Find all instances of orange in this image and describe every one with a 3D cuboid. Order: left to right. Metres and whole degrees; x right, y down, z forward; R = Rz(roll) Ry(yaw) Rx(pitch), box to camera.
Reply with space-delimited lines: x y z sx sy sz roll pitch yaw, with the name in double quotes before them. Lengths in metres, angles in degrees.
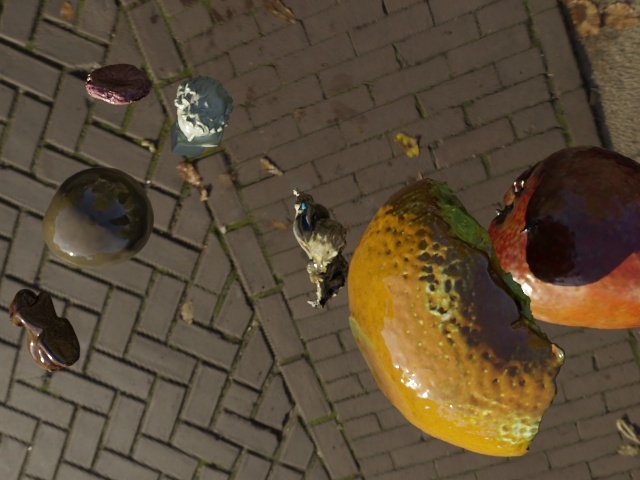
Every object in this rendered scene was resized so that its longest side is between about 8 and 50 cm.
"orange" 0.142 0.103 0.813 0.196 0.262 0.334 -29 92 5

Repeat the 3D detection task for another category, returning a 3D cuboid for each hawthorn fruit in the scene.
"hawthorn fruit" 0.441 0.012 1.036 0.369 0.285 0.284 16 104 4

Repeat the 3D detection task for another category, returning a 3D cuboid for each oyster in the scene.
"oyster" 0.000 0.000 1.113 0.083 0.223 0.214 -11 144 -3

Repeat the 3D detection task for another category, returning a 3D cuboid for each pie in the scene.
"pie" -0.455 -0.357 1.526 0.153 0.153 0.038 7 130 6

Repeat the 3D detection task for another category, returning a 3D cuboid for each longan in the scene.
"longan" -0.513 -0.051 1.545 0.248 0.248 0.248 2 103 7

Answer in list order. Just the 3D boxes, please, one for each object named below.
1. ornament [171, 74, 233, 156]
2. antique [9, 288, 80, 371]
"ornament" -0.261 -0.267 1.463 0.120 0.285 0.130 -3 86 -16
"antique" -0.815 0.260 1.962 0.143 0.121 0.257 -21 105 39
